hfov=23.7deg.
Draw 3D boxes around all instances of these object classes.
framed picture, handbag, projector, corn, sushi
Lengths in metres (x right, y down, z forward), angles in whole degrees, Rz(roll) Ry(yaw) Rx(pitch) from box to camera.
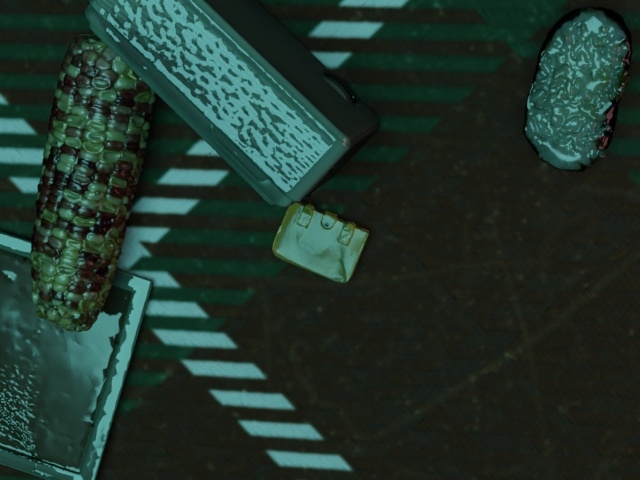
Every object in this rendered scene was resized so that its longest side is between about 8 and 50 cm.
[{"bbox_3d":[-0.336,0.103,1.543,0.296,0.019,0.232,19,97,5],"label":"framed picture"},{"bbox_3d":[0.000,0.000,1.477,0.083,0.027,0.061,22,101,2],"label":"handbag"},{"bbox_3d":[-0.077,-0.152,1.384,0.257,0.192,0.099,44,106,1],"label":"projector"},{"bbox_3d":[-0.220,-0.057,1.462,0.098,0.098,0.289,11,98,6],"label":"corn"},{"bbox_3d":[0.235,-0.139,1.396,0.091,0.078,0.150,13,101,12],"label":"sushi"}]
